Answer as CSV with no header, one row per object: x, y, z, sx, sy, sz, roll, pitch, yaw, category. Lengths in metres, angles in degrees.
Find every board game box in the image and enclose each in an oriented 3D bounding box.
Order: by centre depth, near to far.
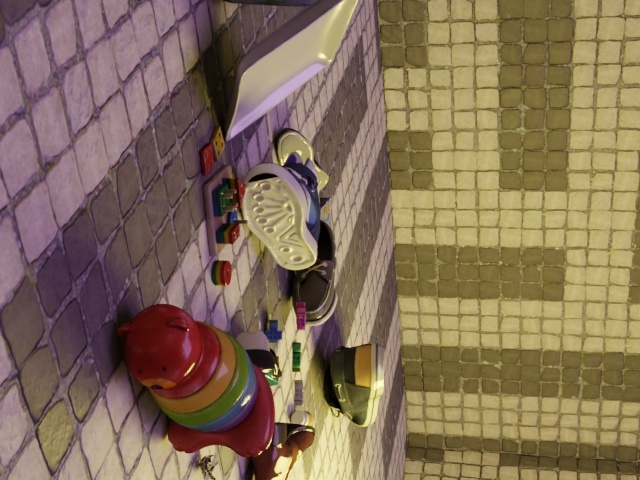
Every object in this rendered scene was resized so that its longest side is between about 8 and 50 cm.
0.000,0.000,2.566,0.136,0.035,0.201,-50,139,-71,board game box

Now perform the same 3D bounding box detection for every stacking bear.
-0.191,0.192,1.465,0.289,0.175,0.164,59,36,-55,stacking bear

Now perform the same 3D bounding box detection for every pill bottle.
-0.045,0.427,2.378,0.083,0.043,0.043,43,49,-74,pill bottle

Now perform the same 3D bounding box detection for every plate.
-0.063,-0.319,1.762,0.277,0.045,0.278,-39,173,-21,plate

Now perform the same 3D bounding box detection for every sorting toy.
-0.165,-0.064,1.790,0.132,0.046,0.274,-60,148,-66,sorting toy

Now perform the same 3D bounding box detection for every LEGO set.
-0.203,0.379,1.727,0.054,0.023,0.083,7,71,-80,LEGO set
-0.076,0.248,2.116,0.093,0.087,0.227,-130,-139,-86,LEGO set

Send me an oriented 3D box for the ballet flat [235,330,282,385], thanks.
-0.130,0.225,1.897,0.280,0.095,0.096,81,2,-78,ballet flat

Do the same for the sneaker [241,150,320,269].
-0.080,-0.115,2.036,0.323,0.130,0.236,67,17,-52,sneaker

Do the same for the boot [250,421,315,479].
-0.084,0.526,2.098,0.264,0.096,0.280,42,51,-74,boot

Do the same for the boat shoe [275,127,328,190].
-0.055,-0.189,2.259,0.079,0.084,0.233,54,0,30,boat shoe

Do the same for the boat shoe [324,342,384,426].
0.087,0.397,2.752,0.500,0.156,0.187,91,0,-69,boat shoe

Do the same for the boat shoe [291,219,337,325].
-0.015,0.072,2.353,0.305,0.109,0.091,-83,167,-50,boat shoe

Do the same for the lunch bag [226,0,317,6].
-0.014,-0.537,1.779,0.385,0.328,0.239,-55,138,-67,lunch bag
